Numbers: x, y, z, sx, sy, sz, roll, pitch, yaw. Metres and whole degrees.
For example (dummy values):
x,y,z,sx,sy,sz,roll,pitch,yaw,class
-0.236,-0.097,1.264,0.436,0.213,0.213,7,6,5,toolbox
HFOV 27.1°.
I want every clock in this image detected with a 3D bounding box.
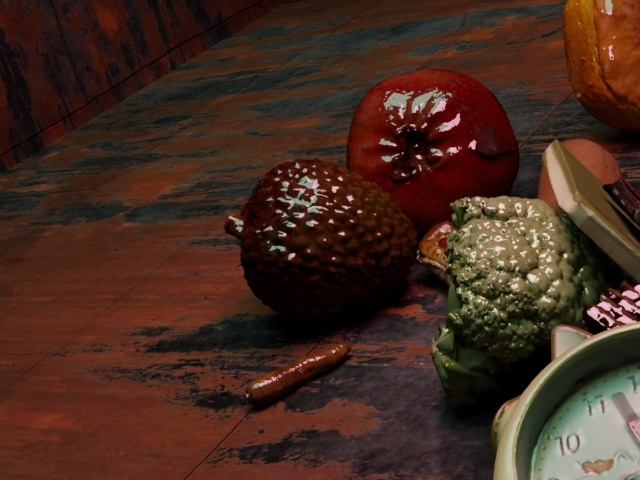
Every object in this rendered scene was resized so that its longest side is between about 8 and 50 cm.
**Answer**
x,y,z,sx,sy,sz,roll,pitch,yaw,class
0.286,0.199,1.097,0.286,0.117,0.348,-15,44,17,clock

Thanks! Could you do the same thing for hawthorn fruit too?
x,y,z,sx,sy,sz,roll,pitch,yaw,class
0.178,-0.133,2.026,0.265,0.265,0.307,-9,3,22,hawthorn fruit

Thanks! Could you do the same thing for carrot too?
x,y,z,sx,sy,sz,roll,pitch,yaw,class
-0.027,0.169,1.712,0.165,0.035,0.036,-25,22,-26,carrot

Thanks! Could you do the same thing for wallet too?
x,y,z,sx,sy,sz,roll,pitch,yaw,class
0.406,0.023,1.468,0.031,0.232,0.122,-43,16,13,wallet

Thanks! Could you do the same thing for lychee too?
x,y,z,sx,sy,sz,roll,pitch,yaw,class
0.000,0.000,1.861,0.271,0.235,0.236,4,23,2,lychee

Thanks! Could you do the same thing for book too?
x,y,z,sx,sy,sz,roll,pitch,yaw,class
0.354,0.002,1.515,0.035,0.239,0.352,-46,6,14,book

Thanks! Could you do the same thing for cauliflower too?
x,y,z,sx,sy,sz,roll,pitch,yaw,class
0.213,0.080,1.521,0.250,0.275,0.272,-48,36,12,cauliflower

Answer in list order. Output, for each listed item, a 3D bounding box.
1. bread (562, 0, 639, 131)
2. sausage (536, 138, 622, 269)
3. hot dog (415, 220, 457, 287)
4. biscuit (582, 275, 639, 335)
x,y,z,sx,sy,sz,roll,pitch,yaw,class
0.531,-0.321,2.144,0.312,0.312,0.172,-31,7,-31,bread
0.356,-0.046,1.820,0.121,0.121,0.304,-11,22,17,sausage
0.218,0.031,1.811,0.131,0.069,0.252,-21,22,-9,hot dog
0.354,0.138,1.290,0.070,0.106,0.252,-31,39,-16,biscuit
